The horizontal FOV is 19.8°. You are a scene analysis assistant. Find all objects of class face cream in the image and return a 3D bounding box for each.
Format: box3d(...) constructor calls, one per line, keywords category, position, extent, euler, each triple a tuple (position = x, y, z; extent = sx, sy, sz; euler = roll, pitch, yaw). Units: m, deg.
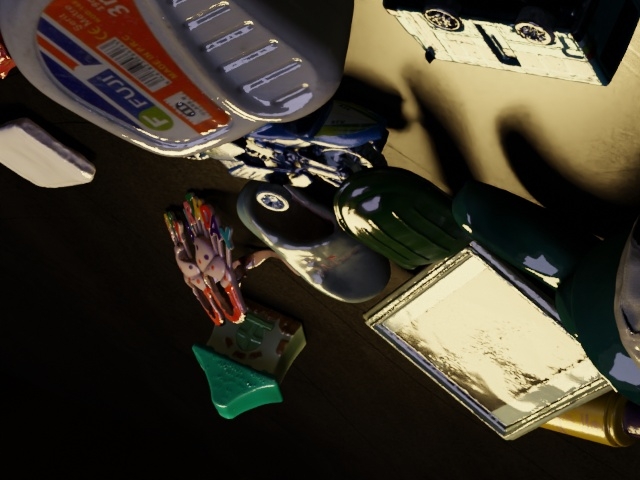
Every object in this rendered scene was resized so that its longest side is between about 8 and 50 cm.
box3d(category="face cream", position=(0.299, 0.182, 2.032), extent=(0.273, 0.078, 0.078), euler=(11, 157, 42))

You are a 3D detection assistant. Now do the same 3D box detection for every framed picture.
box3d(category="framed picture", position=(0.182, 0.114, 1.965), extent=(0.231, 0.018, 0.293), euler=(39, 152, -4))

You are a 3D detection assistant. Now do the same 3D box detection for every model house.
box3d(category="model house", position=(-0.103, 0.164, 2.474), extent=(0.127, 0.149, 0.100), euler=(23, 166, 11))

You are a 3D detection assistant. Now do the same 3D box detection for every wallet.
box3d(category="wallet", position=(-0.350, -0.107, 2.255), extent=(0.124, 0.032, 0.183), euler=(34, 164, -22))

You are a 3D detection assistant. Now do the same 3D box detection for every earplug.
box3d(category="earplug", position=(0.269, 0.027, 1.572), extent=(0.280, 0.164, 0.257), euler=(-30, 80, 55))

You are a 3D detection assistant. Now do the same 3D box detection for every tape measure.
box3d(category="tape measure", position=(-0.118, -0.191, 1.420), extent=(0.265, 0.130, 0.258), euler=(-20, 137, 37))

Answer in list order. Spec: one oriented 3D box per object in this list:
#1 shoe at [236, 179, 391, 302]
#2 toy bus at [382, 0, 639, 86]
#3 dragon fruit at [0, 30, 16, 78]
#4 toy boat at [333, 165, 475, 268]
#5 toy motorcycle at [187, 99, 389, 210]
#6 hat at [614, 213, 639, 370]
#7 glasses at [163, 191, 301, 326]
box3d(category="shoe", position=(0.000, 0.000, 1.950), extent=(0.195, 0.079, 0.078), euler=(37, 169, -16))
box3d(category="toy bus", position=(0.133, -0.163, 1.271), extent=(0.160, 0.079, 0.092), euler=(13, 159, 35))
box3d(category="dragon fruit", position=(-0.366, -0.201, 1.871), extent=(0.153, 0.111, 0.153), euler=(22, 164, 6))
box3d(category="toy boat", position=(0.083, -0.020, 1.728), extent=(0.104, 0.052, 0.210), euler=(-21, 154, 22))
box3d(category="toy motorcycle", position=(-0.053, -0.104, 1.717), extent=(0.254, 0.092, 0.135), euler=(11, 149, 21))
box3d(category="hat", position=(0.351, 0.061, 1.353), extent=(0.275, 0.232, 0.161), euler=(29, 169, 16))
box3d(category="glasses", position=(-0.118, 0.011, 2.209), extent=(0.162, 0.095, 0.255), euler=(58, 160, -4))
